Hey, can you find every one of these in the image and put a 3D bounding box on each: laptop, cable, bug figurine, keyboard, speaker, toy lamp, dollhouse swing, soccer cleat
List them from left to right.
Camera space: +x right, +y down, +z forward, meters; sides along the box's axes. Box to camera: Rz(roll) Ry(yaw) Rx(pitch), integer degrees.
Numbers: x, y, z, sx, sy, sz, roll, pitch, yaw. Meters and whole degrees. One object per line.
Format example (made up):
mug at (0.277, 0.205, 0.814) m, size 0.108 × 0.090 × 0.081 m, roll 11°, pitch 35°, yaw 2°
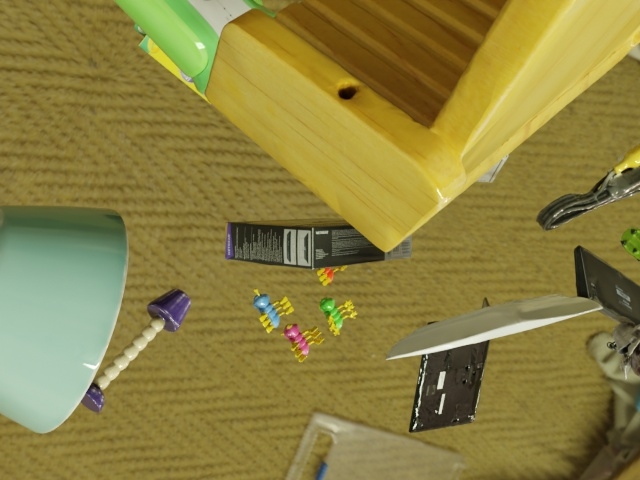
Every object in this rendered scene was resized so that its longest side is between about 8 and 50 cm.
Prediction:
toy lamp at (-0.349, 0.198, 1.373) m, size 0.080 × 0.080 × 0.275 m, roll 54°, pitch 52°, yaw -20°
speaker at (-0.165, -0.283, 0.768) m, size 0.131 × 0.131 × 0.296 m, roll -46°, pitch 113°, yaw -3°
bug figurine at (-0.037, 0.153, 1.705) m, size 0.279 × 0.072 × 0.216 m, roll -36°, pitch 108°, yaw -34°
laptop at (0.272, 0.252, 1.513) m, size 0.264 × 0.136 × 0.235 m, roll 0°, pitch 105°, yaw -31°
dollhouse swing at (0.117, -0.220, 0.516) m, size 0.346 × 0.315 × 0.305 m, roll -38°, pitch 154°, yaw -23°
cable at (0.491, -0.094, 1.288) m, size 0.287 × 0.139 × 0.072 m, roll -24°, pitch 68°, yaw -8°
keyboard at (0.589, 0.147, 1.420) m, size 0.317 × 0.033 × 0.202 m, roll 26°, pitch 52°, yaw -36°
soccer cleat at (0.568, 0.046, 1.190) m, size 0.072 × 0.179 × 0.060 m, roll 12°, pitch 128°, yaw -41°

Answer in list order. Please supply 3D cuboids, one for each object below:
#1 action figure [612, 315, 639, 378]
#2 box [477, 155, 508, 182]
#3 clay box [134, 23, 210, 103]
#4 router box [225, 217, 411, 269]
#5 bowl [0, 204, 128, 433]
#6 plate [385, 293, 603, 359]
action figure at (0.521, 0.195, 0.995) m, size 0.099 × 0.285 × 0.185 m, roll -48°, pitch 149°, yaw -2°
box at (0.235, -0.167, 1.272) m, size 0.169 × 0.290 × 0.087 m, roll 4°, pitch 88°, yaw 10°
clay box at (-0.251, -0.380, 1.418) m, size 0.222 × 0.053 × 0.127 m, roll 37°, pitch 121°, yaw -18°
router box at (0.000, 0.000, 1.466) m, size 0.308 × 0.242 × 0.081 m, roll -4°, pitch 96°, yaw -48°
bowl at (-0.395, 0.079, 0.933) m, size 0.163 × 0.311 × 0.312 m, roll 22°, pitch 95°, yaw -34°
plate at (0.288, 0.141, 1.225) m, size 0.277 × 0.277 × 0.045 m, roll -2°, pitch 74°, yaw -43°
